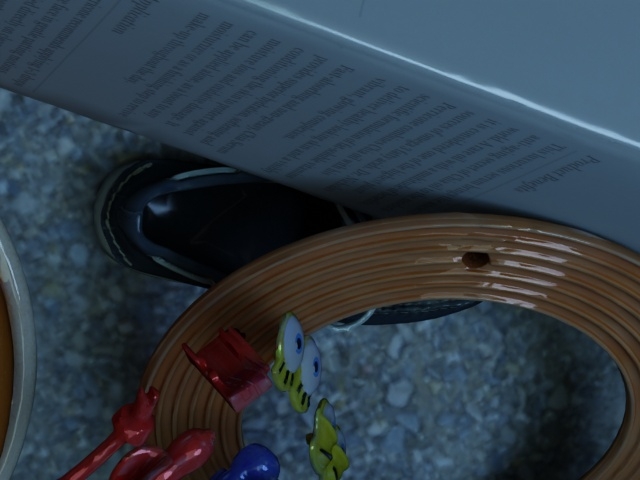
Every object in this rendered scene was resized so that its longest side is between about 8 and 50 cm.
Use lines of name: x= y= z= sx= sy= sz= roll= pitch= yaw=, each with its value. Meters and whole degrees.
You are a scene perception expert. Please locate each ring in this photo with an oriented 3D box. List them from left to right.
ring: x=0.064 y=0.096 z=1.120 sx=0.336 sy=0.032 sz=0.337 roll=-2 pitch=138 yaw=-2

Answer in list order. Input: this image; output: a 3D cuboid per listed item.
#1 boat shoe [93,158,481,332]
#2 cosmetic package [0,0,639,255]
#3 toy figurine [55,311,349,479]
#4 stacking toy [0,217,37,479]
boat shoe: x=0.000 y=0.000 z=1.126 sx=0.254 sy=0.079 sz=0.095 roll=14 pitch=91 yaw=-22
cosmetic package: x=0.007 y=-0.131 z=0.978 sx=0.453 sy=0.230 sz=0.162 roll=19 pitch=74 yaw=-18
toy figurine: x=0.002 y=0.230 z=1.032 sx=0.191 sy=0.217 sz=0.362 roll=-36 pitch=147 yaw=-14
stacking toy: x=-0.273 y=0.121 z=0.863 sx=0.350 sy=0.480 sz=0.351 roll=-4 pitch=106 yaw=-15
